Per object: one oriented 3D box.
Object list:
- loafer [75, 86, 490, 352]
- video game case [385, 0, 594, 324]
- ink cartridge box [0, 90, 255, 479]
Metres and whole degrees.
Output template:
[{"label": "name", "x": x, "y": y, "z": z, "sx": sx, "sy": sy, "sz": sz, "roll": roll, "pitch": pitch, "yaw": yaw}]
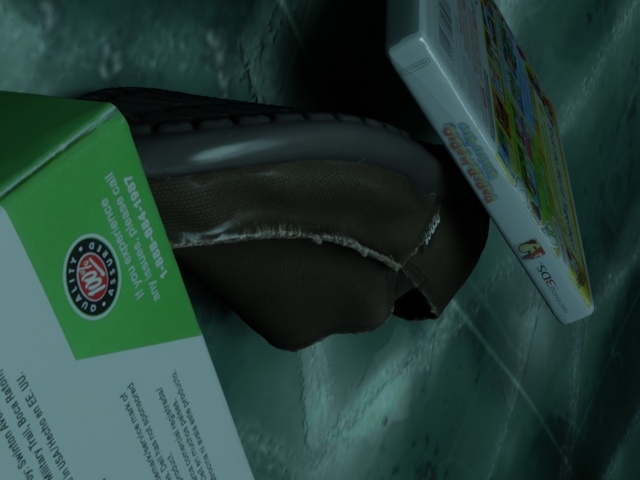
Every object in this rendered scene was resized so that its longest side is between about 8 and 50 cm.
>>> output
[{"label": "loafer", "x": 0.000, "y": 0.000, "z": 0.644, "sx": 0.366, "sy": 0.134, "sz": 0.130, "roll": 5, "pitch": 96, "yaw": -56}, {"label": "video game case", "x": 0.099, "y": -0.093, "z": 0.720, "sx": 0.206, "sy": 0.026, "sz": 0.227, "roll": 53, "pitch": 24, "yaw": -30}, {"label": "ink cartridge box", "x": -0.172, "y": 0.105, "z": 0.434, "sx": 0.289, "sy": 0.121, "sz": 0.211, "roll": -45, "pitch": 133, "yaw": -39}]
